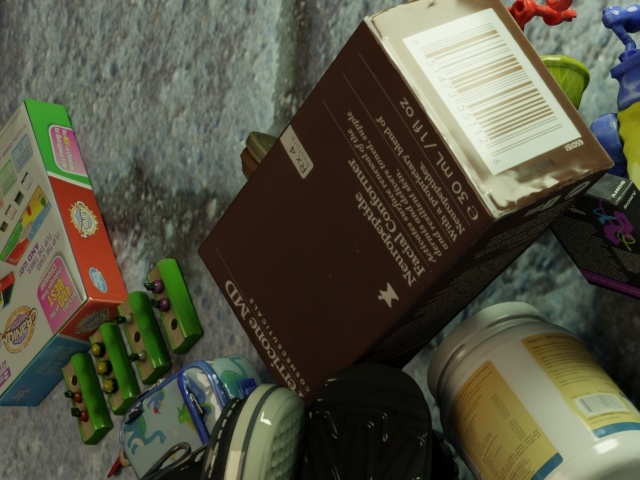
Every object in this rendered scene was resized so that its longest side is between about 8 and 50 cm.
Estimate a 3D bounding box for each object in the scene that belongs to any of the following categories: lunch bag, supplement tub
[{"bbox_3d":[-0.109,0.239,1.692,0.176,0.090,0.219,-35,72,37],"label":"lunch bag"},{"bbox_3d":[0.189,0.160,1.350,0.144,0.144,0.200,-59,42,24],"label":"supplement tub"}]

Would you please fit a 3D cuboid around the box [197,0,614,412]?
[{"bbox_3d":[0.053,-0.024,1.343,0.191,0.143,0.381,57,146,14],"label":"box"}]

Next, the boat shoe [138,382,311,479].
[{"bbox_3d":[-0.119,0.280,1.457,0.500,0.156,0.187,110,-178,-55],"label":"boat shoe"}]

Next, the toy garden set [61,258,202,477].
[{"bbox_3d":[-0.224,0.171,1.882,0.244,0.049,0.204,-46,53,34],"label":"toy garden set"}]

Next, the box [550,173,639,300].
[{"bbox_3d":[0.238,-0.005,1.321,0.116,0.162,0.029,21,70,47],"label":"box"}]

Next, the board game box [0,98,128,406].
[{"bbox_3d":[-0.372,0.017,2.058,0.242,0.064,0.317,-44,54,34],"label":"board game box"}]

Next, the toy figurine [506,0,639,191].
[{"bbox_3d":[0.249,-0.092,1.305,0.362,0.191,0.217,-31,67,42],"label":"toy figurine"}]

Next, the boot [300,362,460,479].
[{"bbox_3d":[0.039,0.293,1.384,0.131,0.260,0.348,14,71,13],"label":"boot"}]

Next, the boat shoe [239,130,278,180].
[{"bbox_3d":[0.000,0.000,1.614,0.307,0.110,0.104,45,116,42],"label":"boat shoe"}]
